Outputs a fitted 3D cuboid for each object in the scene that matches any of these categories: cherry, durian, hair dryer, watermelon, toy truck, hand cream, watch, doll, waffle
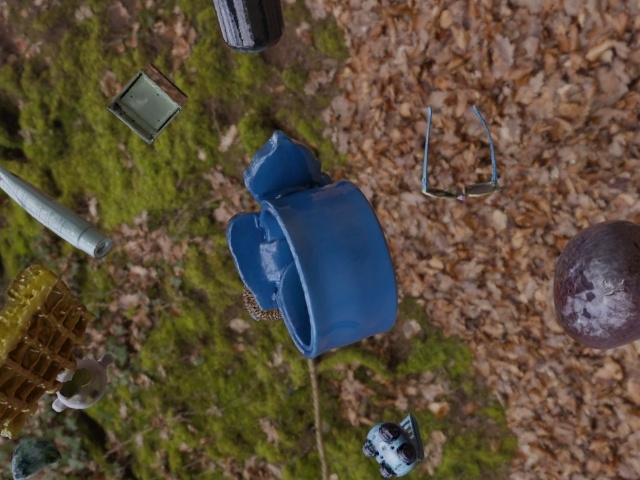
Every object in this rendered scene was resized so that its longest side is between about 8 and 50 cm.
[{"bbox_3d":[0.376,0.056,0.877,0.140,0.176,0.176,26,179,-11],"label":"cherry"},{"bbox_3d":[-0.090,0.083,1.335,0.158,0.137,0.168,157,134,-83],"label":"durian"},{"bbox_3d":[-0.161,-0.450,1.081,0.352,0.107,0.189,-124,17,-46],"label":"hair dryer"},{"bbox_3d":[-0.513,0.397,1.200,0.061,0.085,0.085,97,152,-50],"label":"watermelon"},{"bbox_3d":[0.107,0.271,0.905,0.073,0.056,0.090,50,-150,17],"label":"toy truck"},{"bbox_3d":[-0.569,-0.065,1.380,0.331,0.058,0.085,30,148,15],"label":"hand cream"},{"bbox_3d":[0.000,0.000,0.979,0.274,0.241,0.305,-133,28,-60],"label":"watch"},{"bbox_3d":[-0.415,0.248,1.184,0.081,0.129,0.207,46,165,-4],"label":"doll"},{"bbox_3d":[-0.395,0.167,0.905,0.057,0.229,0.219,24,160,10],"label":"waffle"}]

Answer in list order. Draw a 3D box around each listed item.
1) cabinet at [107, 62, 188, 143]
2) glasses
[{"bbox_3d":[-0.469,-0.374,1.838,0.145,0.150,0.206,42,-171,-18],"label":"cabinet"},{"bbox_3d":[0.319,-0.202,1.587,0.088,0.190,0.220,152,111,-76],"label":"glasses"}]
